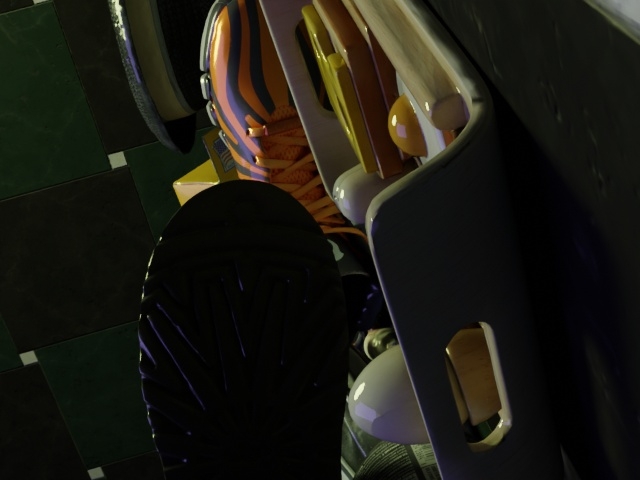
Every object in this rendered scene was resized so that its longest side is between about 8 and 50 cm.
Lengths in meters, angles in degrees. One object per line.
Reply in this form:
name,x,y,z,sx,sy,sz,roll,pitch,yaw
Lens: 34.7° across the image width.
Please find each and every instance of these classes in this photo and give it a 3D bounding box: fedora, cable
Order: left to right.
fedora,-0.114,-0.260,1.068,0.334,0.152,0.334,-9,-90,-84
cable,0.048,0.104,1.060,0.139,0.072,0.287,42,161,5

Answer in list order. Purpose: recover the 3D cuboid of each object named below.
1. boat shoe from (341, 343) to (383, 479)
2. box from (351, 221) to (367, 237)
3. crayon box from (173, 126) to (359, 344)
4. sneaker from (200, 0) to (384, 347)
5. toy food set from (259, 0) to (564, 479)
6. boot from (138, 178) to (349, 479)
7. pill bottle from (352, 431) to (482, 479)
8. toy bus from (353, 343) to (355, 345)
boat shoe,0.082,0.211,0.899,0.335,0.119,0.121,42,-168,18
box,0.000,0.000,1.031,0.126,0.137,0.072,71,178,-61
crayon box,-0.039,-0.016,1.184,0.083,0.203,0.323,2,121,42
sneaker,-0.008,-0.042,0.829,0.180,0.125,0.321,-118,12,-59
toy food set,0.023,-0.022,0.517,0.306,0.092,0.219,-112,1,-51
boot,-0.048,0.138,0.745,0.260,0.131,0.348,146,121,-87
pill bottle,0.091,0.219,0.678,0.245,0.130,0.130,-114,4,-82
toy bus,0.095,0.265,1.680,0.108,0.130,0.332,70,179,-50
